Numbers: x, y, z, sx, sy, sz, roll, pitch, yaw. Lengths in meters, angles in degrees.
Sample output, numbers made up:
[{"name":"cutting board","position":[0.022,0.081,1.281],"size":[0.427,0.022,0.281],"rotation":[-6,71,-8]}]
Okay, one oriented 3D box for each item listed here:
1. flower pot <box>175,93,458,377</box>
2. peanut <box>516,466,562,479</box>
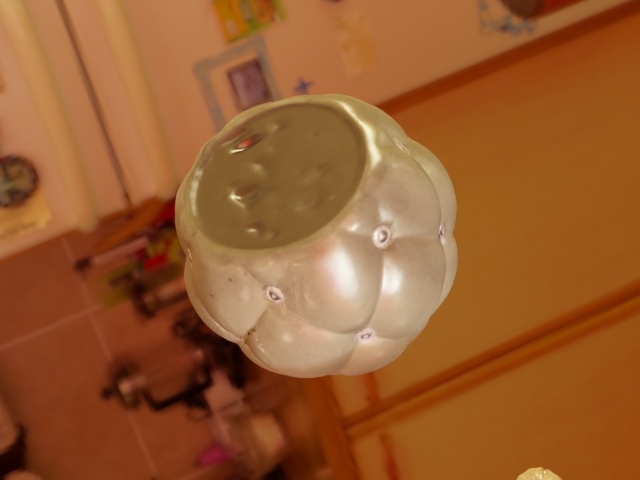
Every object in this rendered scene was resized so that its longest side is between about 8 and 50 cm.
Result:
[{"name":"flower pot","position":[0.000,0.000,1.211],"size":[0.246,0.246,0.195],"rotation":[54,179,42]},{"name":"peanut","position":[0.241,0.326,1.516],"size":[0.080,0.080,0.175],"rotation":[-141,36,-62]}]
